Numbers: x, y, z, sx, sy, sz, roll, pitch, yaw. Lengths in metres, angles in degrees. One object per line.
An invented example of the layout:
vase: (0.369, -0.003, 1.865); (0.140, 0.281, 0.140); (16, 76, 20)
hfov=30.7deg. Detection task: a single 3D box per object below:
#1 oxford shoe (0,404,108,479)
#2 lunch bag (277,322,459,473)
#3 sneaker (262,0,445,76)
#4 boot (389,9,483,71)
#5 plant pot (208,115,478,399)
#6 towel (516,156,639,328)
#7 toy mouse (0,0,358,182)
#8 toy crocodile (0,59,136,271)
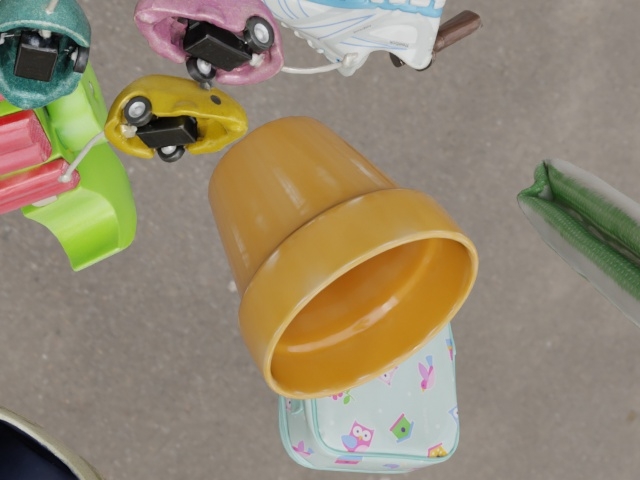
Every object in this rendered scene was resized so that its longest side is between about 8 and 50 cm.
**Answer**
oxford shoe: (-0.280, 0.133, 0.797); (0.140, 0.396, 0.147); (-59, 165, -31)
lunch bag: (0.049, 0.143, 1.438); (0.224, 0.279, 0.108); (6, 157, -24)
sneaker: (0.002, -0.171, 0.907); (0.071, 0.190, 0.083); (-50, 147, -57)
boot: (0.145, -0.232, 1.323); (0.114, 0.106, 0.037); (-26, 108, -14)
plant pot: (0.000, 0.000, 1.003); (0.205, 0.188, 0.205); (-24, 148, -16)
towel: (0.223, 0.086, 0.424); (0.324, 0.248, 0.038); (35, 97, -9)
toy mouse: (-0.073, -0.078, 0.447); (0.143, 0.161, 0.031); (45, 42, -56)
toy crocodile: (-0.185, -0.079, 0.619); (0.115, 0.105, 0.340); (-20, 158, -1)
